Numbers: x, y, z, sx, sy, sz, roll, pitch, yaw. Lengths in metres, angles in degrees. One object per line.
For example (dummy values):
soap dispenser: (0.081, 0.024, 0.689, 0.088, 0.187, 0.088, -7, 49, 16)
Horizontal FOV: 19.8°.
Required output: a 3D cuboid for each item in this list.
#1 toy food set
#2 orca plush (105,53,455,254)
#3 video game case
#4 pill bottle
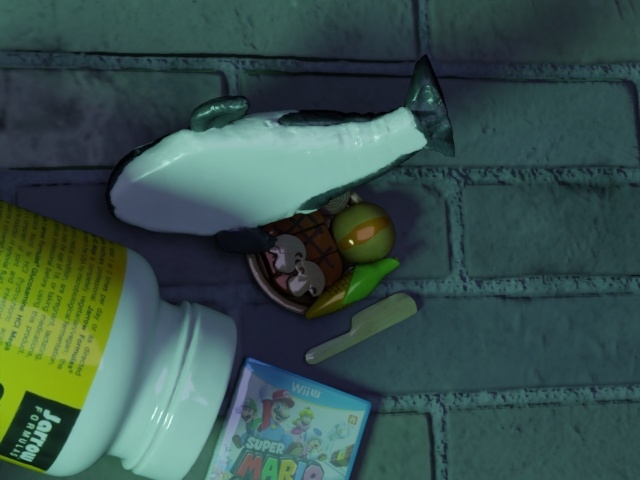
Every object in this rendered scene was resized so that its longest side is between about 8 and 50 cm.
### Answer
toy food set: (0.000, 0.000, 1.571, 0.132, 0.038, 0.192, -28, 90, -20)
orca plush: (-0.039, -0.090, 1.524, 0.287, 0.102, 0.151, -26, 124, 11)
video game case: (-0.034, 0.195, 1.539, 0.119, 0.015, 0.166, 21, 75, -14)
pill bottle: (-0.243, 0.069, 1.400, 0.334, 0.188, 0.188, 21, 75, -14)
